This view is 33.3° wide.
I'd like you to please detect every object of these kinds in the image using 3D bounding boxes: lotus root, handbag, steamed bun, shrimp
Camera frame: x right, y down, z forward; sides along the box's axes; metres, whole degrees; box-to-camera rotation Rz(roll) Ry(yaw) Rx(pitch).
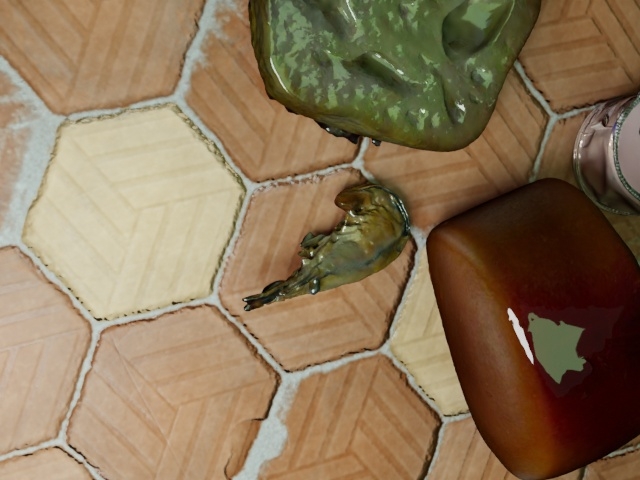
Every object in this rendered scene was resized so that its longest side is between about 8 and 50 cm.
[{"bbox_3d":[0.100,-0.284,1.322,0.390,0.111,0.375,-30,111,-13],"label":"lotus root"},{"bbox_3d":[0.453,-0.118,1.457,0.205,0.116,0.179,11,94,-19],"label":"handbag"},{"bbox_3d":[0.299,0.123,1.374,0.235,0.248,0.379,-21,104,-15],"label":"steamed bun"},{"bbox_3d":[-0.002,0.008,1.354,0.262,0.066,0.117,-19,90,-29],"label":"shrimp"}]
